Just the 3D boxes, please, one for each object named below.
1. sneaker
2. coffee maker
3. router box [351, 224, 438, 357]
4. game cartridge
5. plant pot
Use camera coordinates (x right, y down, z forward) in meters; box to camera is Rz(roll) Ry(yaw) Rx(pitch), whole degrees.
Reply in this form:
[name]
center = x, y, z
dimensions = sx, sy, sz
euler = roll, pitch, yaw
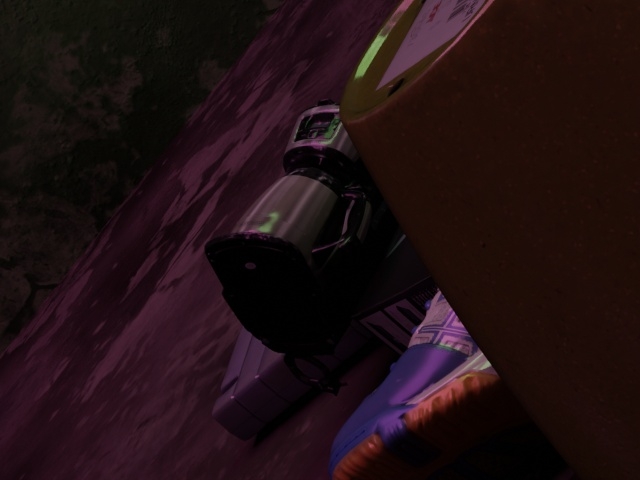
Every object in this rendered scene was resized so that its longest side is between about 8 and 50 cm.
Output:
[sneaker]
center = 0.117, 0.050, 0.916
dimensions = 0.296, 0.112, 0.131
euler = -39, 48, 10
[coffee maker]
center = 0.000, 0.000, 1.215
dimensions = 0.171, 0.120, 0.178
euler = 86, -152, -46
[router box]
center = 0.175, -0.064, 1.139
dimensions = 0.243, 0.081, 0.309
euler = -30, 25, 54
[game cartridge]
center = 0.016, 0.020, 1.452
dimensions = 0.230, 0.068, 0.355
euler = -37, 20, 30
[plant pot]
center = 0.162, -0.016, 0.654
dimensions = 0.275, 0.293, 0.275
euler = -46, 16, 17
